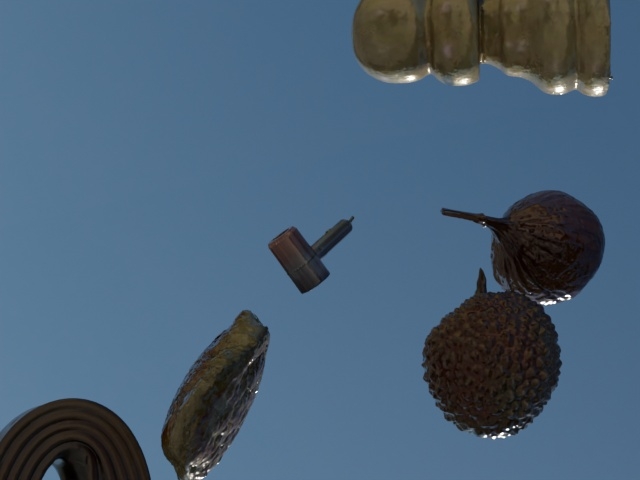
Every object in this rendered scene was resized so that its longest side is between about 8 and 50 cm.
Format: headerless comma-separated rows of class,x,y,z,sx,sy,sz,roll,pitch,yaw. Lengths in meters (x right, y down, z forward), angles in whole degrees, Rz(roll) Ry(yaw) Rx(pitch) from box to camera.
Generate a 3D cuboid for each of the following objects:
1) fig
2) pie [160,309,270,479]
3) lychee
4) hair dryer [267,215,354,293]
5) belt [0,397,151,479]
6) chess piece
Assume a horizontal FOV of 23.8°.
fig,0.247,-0.011,1.842,0.133,0.201,0.146,22,-99,52
pie,-0.109,0.159,1.595,0.193,0.079,0.163,-59,177,-36
lychee,0.193,0.129,1.729,0.165,0.165,0.197,-44,-129,41
hair dryer,0.000,0.000,1.565,0.063,0.114,0.037,55,-40,-6
belt,-0.297,0.354,1.744,0.122,0.217,0.339,152,-61,-69
chess piece,0.161,-0.213,1.527,0.143,0.260,0.143,-1,90,-82
